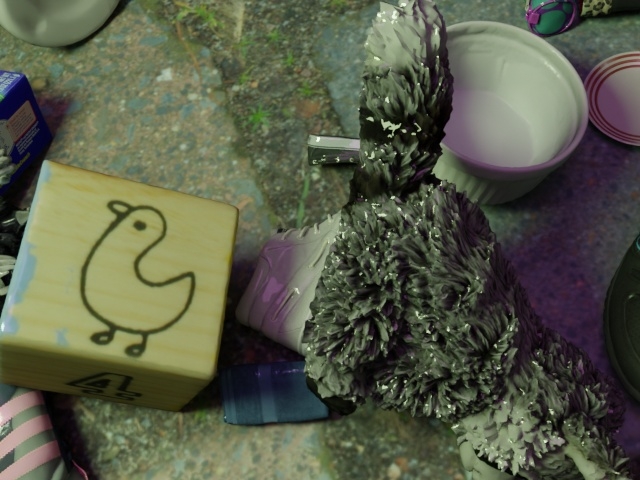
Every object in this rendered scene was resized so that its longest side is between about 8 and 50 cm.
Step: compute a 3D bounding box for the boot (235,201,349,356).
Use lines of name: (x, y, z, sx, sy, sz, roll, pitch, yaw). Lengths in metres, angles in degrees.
boot: (0.000, 0.000, 0.870, 0.123, 0.095, 0.258, 22, 68, 17)

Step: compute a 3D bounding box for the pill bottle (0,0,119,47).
pill bottle: (-0.485, -0.467, 1.109, 0.392, 0.224, 0.224, 37, 76, 23)

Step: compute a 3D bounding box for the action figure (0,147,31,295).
action figure: (-0.384, -0.013, 0.822, 0.141, 0.276, 0.164, -10, 92, 26)

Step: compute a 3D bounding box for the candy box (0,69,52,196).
candy box: (-0.565, -0.120, 0.976, 0.317, 0.122, 0.268, 11, 48, 15)

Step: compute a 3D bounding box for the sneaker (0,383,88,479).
sneaker: (-0.320, 0.234, 0.825, 0.131, 0.112, 0.319, 16, 43, -30)

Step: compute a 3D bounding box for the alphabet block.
alphabet block: (-0.211, 0.058, 0.790, 0.197, 0.193, 0.192, 13, 66, -17)

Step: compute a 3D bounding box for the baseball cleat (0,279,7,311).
baseball cleat: (-0.474, 0.055, 0.941, 0.206, 0.072, 0.109, -7, 63, 8)

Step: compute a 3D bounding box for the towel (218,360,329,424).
towel: (-0.050, 0.165, 0.826, 0.120, 0.029, 0.067, -5, 92, 11)

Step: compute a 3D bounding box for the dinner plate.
dinner plate: (0.392, -0.172, 0.927, 0.141, 0.017, 0.141, -4, 65, 8)

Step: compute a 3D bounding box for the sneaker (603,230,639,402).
sneaker: (0.378, 0.006, 0.775, 0.125, 0.139, 0.340, 14, 69, 13)

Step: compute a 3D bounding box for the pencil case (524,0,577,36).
pencil case: (0.288, -0.347, 1.004, 0.070, 0.064, 0.151, 1, 61, -17)

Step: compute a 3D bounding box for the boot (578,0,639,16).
boot: (0.428, -0.385, 0.987, 0.179, 0.085, 0.236, 1, 65, 13)

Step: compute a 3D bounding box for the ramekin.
ramekin: (0.189, -0.138, 0.875, 0.207, 0.109, 0.207, 2, 63, -4)

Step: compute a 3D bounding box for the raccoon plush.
raccoon plush: (0.156, 0.042, 0.668, 0.299, 0.446, 0.216, 15, 42, 18)

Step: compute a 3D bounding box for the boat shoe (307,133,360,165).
boat shoe: (0.053, -0.106, 0.944, 0.142, 0.049, 0.040, 7, 101, 6)
